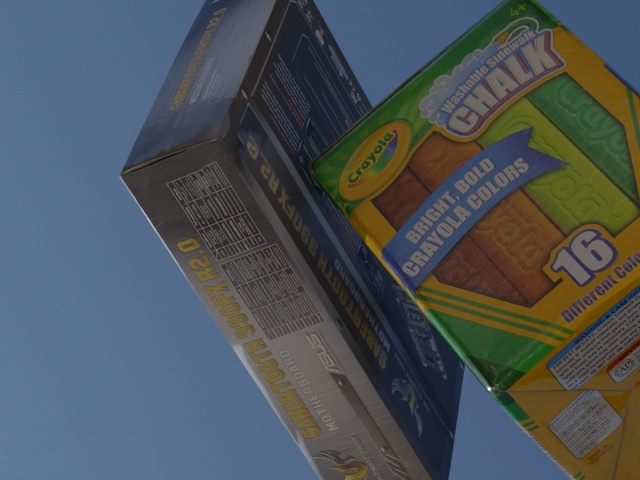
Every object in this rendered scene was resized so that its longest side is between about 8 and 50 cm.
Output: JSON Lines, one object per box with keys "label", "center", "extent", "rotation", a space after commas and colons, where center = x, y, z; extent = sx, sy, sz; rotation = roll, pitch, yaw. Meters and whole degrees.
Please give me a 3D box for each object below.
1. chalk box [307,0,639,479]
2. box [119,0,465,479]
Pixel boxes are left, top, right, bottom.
{"label": "chalk box", "center": [0.096, -0.012, 0.791], "extent": [0.132, 0.132, 0.213], "rotation": [-42, -132, 2]}
{"label": "box", "center": [0.000, 0.000, 0.884], "extent": [0.056, 0.183, 0.231], "rotation": [-20, -61, 23]}
